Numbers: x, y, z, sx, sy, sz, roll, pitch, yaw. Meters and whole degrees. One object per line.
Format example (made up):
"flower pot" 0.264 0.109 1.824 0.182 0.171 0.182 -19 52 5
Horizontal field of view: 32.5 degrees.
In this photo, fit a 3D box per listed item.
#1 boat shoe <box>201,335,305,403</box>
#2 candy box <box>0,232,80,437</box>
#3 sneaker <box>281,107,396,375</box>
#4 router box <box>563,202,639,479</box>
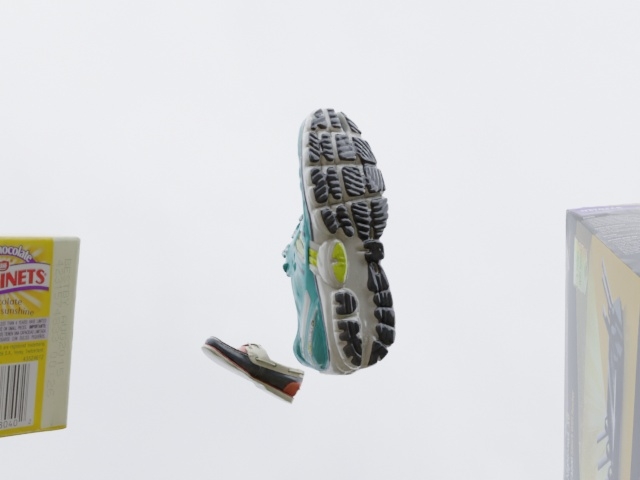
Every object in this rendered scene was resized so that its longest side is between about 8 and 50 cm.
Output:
"boat shoe" -0.075 0.139 1.241 0.137 0.049 0.043 34 -104 -28
"candy box" -0.206 0.048 0.513 0.206 0.027 0.105 1 -87 -48
"sneaker" 0.000 0.000 1.118 0.107 0.275 0.110 6 -12 -43
"router box" 0.297 0.145 1.007 0.081 0.243 0.308 -5 -72 -4
